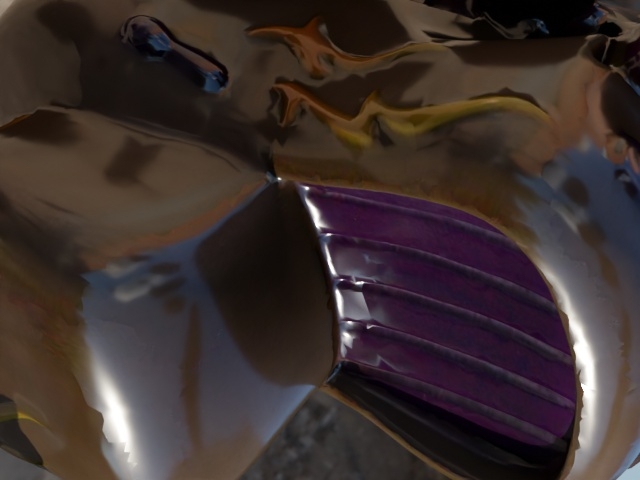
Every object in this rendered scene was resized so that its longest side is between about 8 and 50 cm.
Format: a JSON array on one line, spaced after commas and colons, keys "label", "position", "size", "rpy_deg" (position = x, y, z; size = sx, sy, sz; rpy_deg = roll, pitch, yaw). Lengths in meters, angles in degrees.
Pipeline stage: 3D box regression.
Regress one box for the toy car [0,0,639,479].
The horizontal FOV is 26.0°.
[{"label": "toy car", "position": [0.000, 0.000, 0.561], "size": [0.240, 0.341, 0.271], "rpy_deg": [-52, 146, -36]}]
